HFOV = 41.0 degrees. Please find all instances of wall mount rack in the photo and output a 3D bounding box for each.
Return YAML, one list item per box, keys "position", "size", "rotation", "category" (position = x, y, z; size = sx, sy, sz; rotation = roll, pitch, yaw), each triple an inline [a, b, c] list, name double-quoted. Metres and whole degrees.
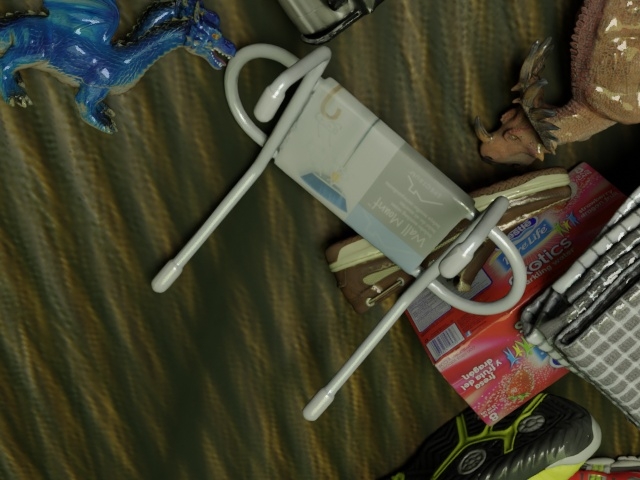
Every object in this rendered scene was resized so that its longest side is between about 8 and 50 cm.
- position: [0.000, 0.000, 0.797]
  size: [0.350, 0.130, 0.304]
  rotation: [40, 137, 4]
  category: "wall mount rack"

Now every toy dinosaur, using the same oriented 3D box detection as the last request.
- position: [0.276, -0.187, 0.814]
  size: [0.200, 0.127, 0.296]
  rotation: [12, 106, -8]
  category: "toy dinosaur"

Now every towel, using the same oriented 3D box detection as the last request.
- position: [0.357, 0.053, 0.788]
  size: [0.235, 0.121, 0.284]
  rotation: [36, 104, -30]
  category: "towel"

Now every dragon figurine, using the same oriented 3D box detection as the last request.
- position: [-0.222, -0.186, 0.741]
  size: [0.289, 0.085, 0.144]
  rotation: [17, 109, -21]
  category: "dragon figurine"

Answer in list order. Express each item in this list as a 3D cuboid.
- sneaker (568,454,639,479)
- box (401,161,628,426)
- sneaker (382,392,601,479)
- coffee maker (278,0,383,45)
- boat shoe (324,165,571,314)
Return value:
- position: [0.329, 0.332, 1.057]
  size: [0.278, 0.118, 0.107]
  rotation: [-5, 114, -8]
  category: "sneaker"
- position: [0.229, 0.056, 0.904]
  size: [0.257, 0.128, 0.123]
  rotation: [-38, 121, 8]
  category: "box"
- position: [0.168, 0.317, 1.004]
  size: [0.384, 0.145, 0.147]
  rotation: [-38, 102, 20]
  category: "sneaker"
- position: [0.000, -0.288, 0.732]
  size: [0.171, 0.120, 0.178]
  rotation: [-46, 117, -14]
  category: "coffee maker"
- position: [0.138, 0.006, 0.874]
  size: [0.257, 0.095, 0.095]
  rotation: [-21, 90, 15]
  category: "boat shoe"
